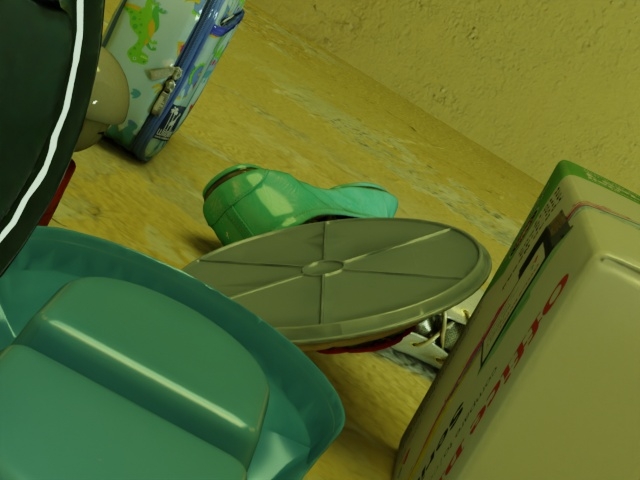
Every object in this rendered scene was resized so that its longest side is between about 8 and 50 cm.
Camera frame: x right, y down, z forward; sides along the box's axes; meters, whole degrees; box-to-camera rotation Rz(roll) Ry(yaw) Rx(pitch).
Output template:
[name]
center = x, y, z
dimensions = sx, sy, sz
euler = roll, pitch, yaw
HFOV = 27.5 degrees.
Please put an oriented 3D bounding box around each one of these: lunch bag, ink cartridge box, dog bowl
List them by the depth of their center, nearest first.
[dog bowl]
center = -0.082, 0.082, 0.497
dimensions = 0.165, 0.074, 0.297
euler = 29, 13, -4
[ink cartridge box]
center = 0.121, 0.088, 0.624
dimensions = 0.117, 0.201, 0.278
euler = 29, 13, 2
[lunch bag]
center = -0.131, -0.171, 1.130
dimensions = 0.090, 0.176, 0.219
euler = 28, 12, -5

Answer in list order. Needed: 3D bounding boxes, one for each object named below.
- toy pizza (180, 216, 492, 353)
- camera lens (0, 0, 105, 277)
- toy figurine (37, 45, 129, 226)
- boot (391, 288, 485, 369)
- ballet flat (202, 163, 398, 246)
[toy pizza]
center = 0.004, 0.030, 0.793
dimensions = 0.201, 0.032, 0.201
euler = -7, 17, 2
[camera lens]
center = -0.217, -0.082, 0.375
dimensions = 0.274, 0.220, 0.219
euler = 20, 6, 33
[toy figurine]
center = -0.224, -0.079, 0.631
dimensions = 0.209, 0.148, 0.213
euler = 39, 16, 34
[boot]
center = 0.093, 0.068, 0.937
dimensions = 0.165, 0.077, 0.213
euler = 36, 14, 17
[ballet flat]
center = 0.000, 0.000, 1.019
dimensions = 0.247, 0.083, 0.087
euler = 7, 50, -59
